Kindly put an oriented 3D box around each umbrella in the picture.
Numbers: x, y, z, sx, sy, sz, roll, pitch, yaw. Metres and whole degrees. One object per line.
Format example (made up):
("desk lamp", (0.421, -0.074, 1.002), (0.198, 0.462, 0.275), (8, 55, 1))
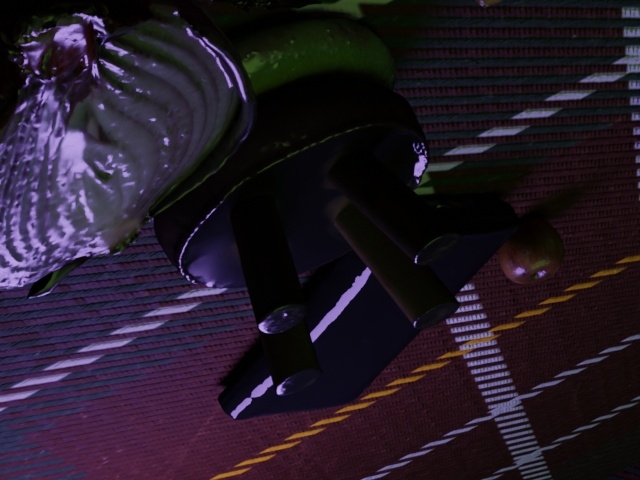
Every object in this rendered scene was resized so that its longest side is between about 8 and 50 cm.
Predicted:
("umbrella", (-0.046, -0.199, 1.282), (0.122, 0.013, 0.022), (0, 122, -43))

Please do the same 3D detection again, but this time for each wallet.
("wallet", (0.053, 0.089, 1.880), (0.228, 0.062, 0.406), (-6, 148, -40))

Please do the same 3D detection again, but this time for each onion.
("onion", (-0.193, -0.123, 1.108), (0.267, 0.159, 0.349), (-32, 159, -17))

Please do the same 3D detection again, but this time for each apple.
("apple", (0.265, 0.013, 1.934), (0.084, 0.071, 0.084), (-15, 153, -8))

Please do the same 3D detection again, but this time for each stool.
("stool", (0.000, 0.000, 1.413), (0.272, 0.178, 0.272), (-23, 155, -11))

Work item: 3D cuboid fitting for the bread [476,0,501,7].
("bread", (0.171, -0.262, 1.308), (0.132, 0.074, 0.053), (-37, 165, 23))

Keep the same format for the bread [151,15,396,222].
("bread", (-0.060, -0.097, 1.429), (0.301, 0.045, 0.301), (-22, 157, -10))
